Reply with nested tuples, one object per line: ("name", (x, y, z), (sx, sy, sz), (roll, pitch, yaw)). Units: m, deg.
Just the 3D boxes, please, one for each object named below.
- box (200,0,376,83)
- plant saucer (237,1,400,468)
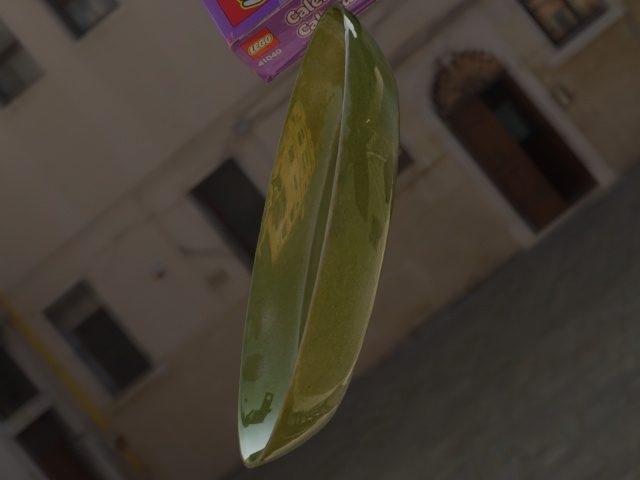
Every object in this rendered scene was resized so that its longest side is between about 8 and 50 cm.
("box", (-0.026, -0.265, 1.135), (0.201, 0.293, 0.057), (-36, -32, 8))
("plant saucer", (0.000, 0.000, 0.924), (0.241, 0.037, 0.240), (-169, 90, -80))
